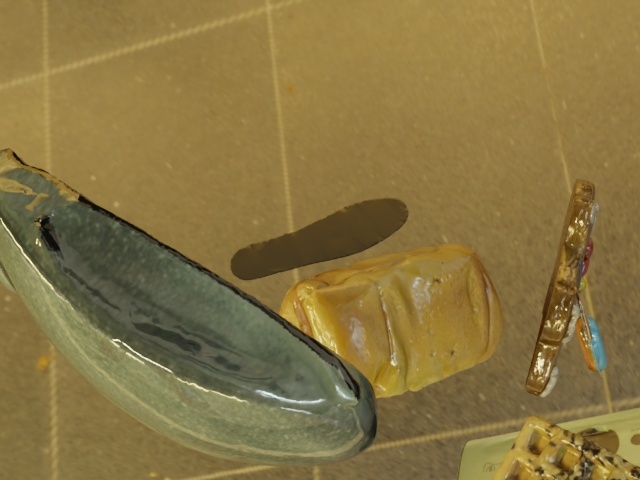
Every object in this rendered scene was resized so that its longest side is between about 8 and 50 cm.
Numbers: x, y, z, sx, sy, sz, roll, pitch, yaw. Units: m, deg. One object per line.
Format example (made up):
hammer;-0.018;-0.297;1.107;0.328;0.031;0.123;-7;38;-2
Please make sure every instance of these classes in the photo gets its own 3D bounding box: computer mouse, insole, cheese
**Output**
computer mouse;-0.131;0.067;0.895;0.374;0.203;0.114;31;78;10
insole;0.000;0.000;1.482;0.232;0.003;0.080;-19;48;-4
cheese;0.190;0.066;0.856;0.017;0.111;0.047;-19;63;9

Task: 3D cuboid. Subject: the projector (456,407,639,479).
projector;0.300;0.345;1.310;0.249;0.248;0.248;-16;31;24

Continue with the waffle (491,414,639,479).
waffle;0.132;0.184;0.708;0.102;0.042;0.148;25;77;43

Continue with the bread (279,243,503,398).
bread;0.088;0.099;1.478;0.132;0.294;0.166;-8;93;48

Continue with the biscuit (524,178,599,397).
biscuit;0.211;0.024;1.016;0.031;0.138;0.205;13;44;8
